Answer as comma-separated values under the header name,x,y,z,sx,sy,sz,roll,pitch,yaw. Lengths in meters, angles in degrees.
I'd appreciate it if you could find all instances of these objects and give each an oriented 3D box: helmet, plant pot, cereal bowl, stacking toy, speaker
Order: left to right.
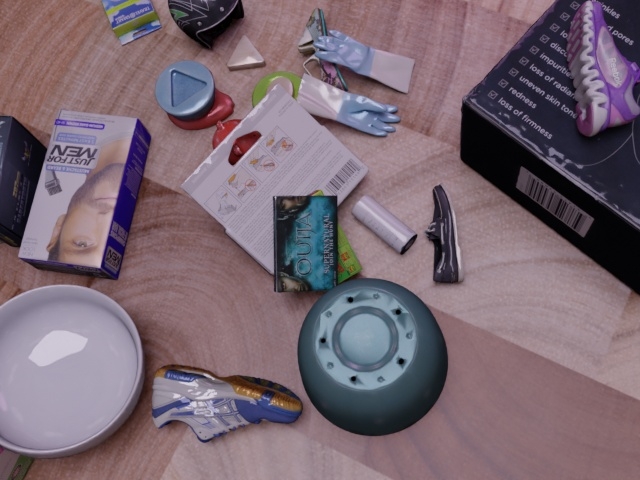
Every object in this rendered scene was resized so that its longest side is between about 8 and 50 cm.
name,x,y,z,sx,sy,sz,roll,pitch,yaw
cereal bowl,-0.503,0.262,1.568,0.339,0.141,0.339,1,63,-1
helmet,-0.257,-0.524,1.789,0.169,0.161,0.169,-2,72,7
stacking toy,-0.187,-0.311,1.730,0.279,0.130,0.309,-45,73,-7
plant pot,0.089,0.201,1.478,0.293,0.235,0.293,-2,73,7
speaker,0.128,-0.033,1.641,0.136,0.055,0.055,40,81,17

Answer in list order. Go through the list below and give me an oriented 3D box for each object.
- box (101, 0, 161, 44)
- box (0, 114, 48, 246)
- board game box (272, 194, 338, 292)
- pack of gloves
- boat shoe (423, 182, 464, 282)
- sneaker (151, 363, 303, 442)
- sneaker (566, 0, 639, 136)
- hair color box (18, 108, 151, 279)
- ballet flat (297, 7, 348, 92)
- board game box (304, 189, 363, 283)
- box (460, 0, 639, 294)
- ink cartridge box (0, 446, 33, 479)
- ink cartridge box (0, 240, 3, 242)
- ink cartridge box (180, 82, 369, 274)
name,x,y,z,sx,sy,sz,roll,pitch,yaw
box,-0.452,-0.556,1.889,0.109,0.042,0.178,-25,70,-1
box,-0.650,-0.121,1.702,0.059,0.183,0.233,0,72,8
board game box,-0.029,0.006,1.562,0.126,0.026,0.186,-2,93,-15
pack of gloves,0.081,-0.337,1.705,0.232,0.046,0.195,17,79,-13
boat shoe,0.239,-0.014,1.611,0.065,0.075,0.206,-9,76,1
sneaker,-0.182,0.327,1.556,0.296,0.112,0.131,9,91,12
sneaker,0.480,-0.289,1.357,0.104,0.095,0.236,-3,77,0
hair color box,-0.495,-0.099,1.716,0.185,0.110,0.339,7,75,8
ballet flat,-0.005,-0.406,1.770,0.079,0.077,0.221,-18,75,5
board game box,0.000,0.000,1.606,0.092,0.043,0.181,-30,99,-11
box,0.594,-0.235,1.518,0.480,0.297,0.472,41,83,17
ink cartridge box,-0.679,0.439,1.438,0.119,0.353,0.207,23,76,13
ink cartridge box,-0.766,-0.105,1.759,0.154,0.093,0.212,-1,71,8
ink cartridge box,-0.092,-0.123,1.642,0.261,0.066,0.296,43,81,-7
